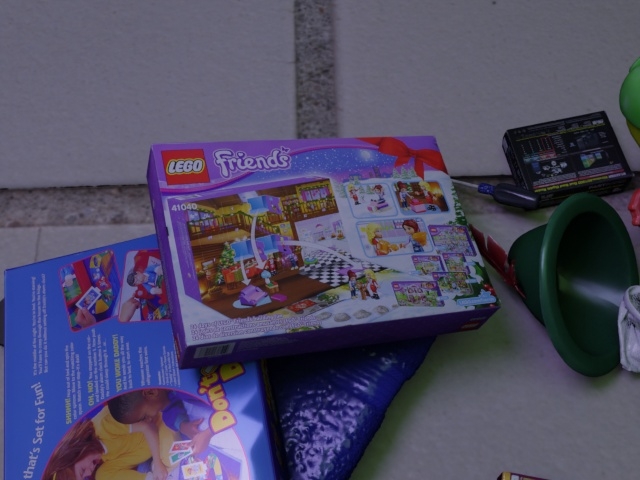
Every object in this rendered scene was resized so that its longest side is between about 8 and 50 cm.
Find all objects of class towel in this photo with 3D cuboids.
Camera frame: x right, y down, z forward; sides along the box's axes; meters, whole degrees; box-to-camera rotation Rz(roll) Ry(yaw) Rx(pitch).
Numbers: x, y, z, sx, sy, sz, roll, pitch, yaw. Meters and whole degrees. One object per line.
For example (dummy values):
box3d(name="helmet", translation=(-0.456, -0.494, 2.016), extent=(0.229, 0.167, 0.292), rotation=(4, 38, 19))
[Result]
box3d(name="towel", translation=(-0.027, 0.129, 0.785), extent=(0.227, 0.076, 0.308), rotation=(26, 69, 23))

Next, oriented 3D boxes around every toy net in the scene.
box3d(name="toy net", translation=(0.356, 0.025, 0.791), extent=(0.122, 0.045, 0.232), rotation=(40, 66, -18))

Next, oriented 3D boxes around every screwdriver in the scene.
box3d(name="screwdriver", translation=(0.164, -0.062, 0.869), extent=(0.170, 0.025, 0.024), rotation=(16, 108, 25))

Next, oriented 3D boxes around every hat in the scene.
box3d(name="hat", translation=(0.214, 0.037, 0.831), extent=(0.173, 0.183, 0.208), rotation=(-3, 88, -40))

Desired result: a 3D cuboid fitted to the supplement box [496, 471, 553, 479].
box3d(name="supplement box", translation=(0.206, 0.253, 0.720), extent=(0.083, 0.043, 0.055), rotation=(10, 65, 9))

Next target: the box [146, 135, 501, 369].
box3d(name="box", translation=(0.000, 0.000, 0.717), extent=(0.293, 0.057, 0.201), rotation=(-4, 61, -20))

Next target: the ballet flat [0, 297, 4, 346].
box3d(name="ballet flat", translation=(-0.233, 0.072, 0.836), extent=(0.250, 0.058, 0.084), rotation=(-15, 63, 2))

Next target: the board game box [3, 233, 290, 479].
box3d(name="board game box", translation=(-0.158, 0.165, 0.696), extent=(0.233, 0.078, 0.347), rotation=(-13, 61, 2))

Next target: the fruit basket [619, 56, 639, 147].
box3d(name="fruit basket", translation=(0.454, -0.042, 0.692), extent=(0.392, 0.283, 0.392), rotation=(-1, 92, -26))

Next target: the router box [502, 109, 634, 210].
box3d(name="router box", translation=(0.281, -0.091, 0.885), extent=(0.122, 0.038, 0.092), rotation=(-11, 64, -1))
